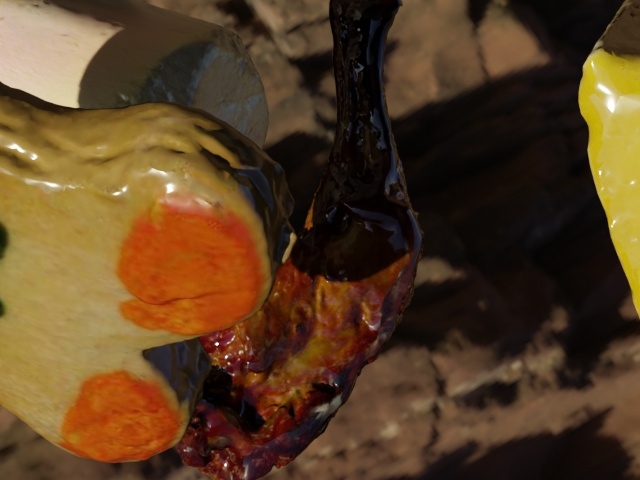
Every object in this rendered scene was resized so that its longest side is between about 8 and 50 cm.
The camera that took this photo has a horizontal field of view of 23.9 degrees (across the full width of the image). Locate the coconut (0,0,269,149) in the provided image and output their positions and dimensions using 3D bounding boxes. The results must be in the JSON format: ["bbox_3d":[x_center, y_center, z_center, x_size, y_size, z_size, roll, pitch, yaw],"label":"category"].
[{"bbox_3d":[-0.230,-0.092,1.384,0.297,0.309,0.297,-47,146,-46],"label":"coconut"}]

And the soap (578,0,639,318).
[{"bbox_3d":[0.294,-0.045,0.962,0.156,0.293,0.335,-17,-163,28],"label":"soap"}]

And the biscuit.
[{"bbox_3d":[-0.237,0.001,0.833,0.368,0.394,0.076,121,-10,-53],"label":"biscuit"}]

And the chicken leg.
[{"bbox_3d":[0.000,0.000,1.171,0.158,0.407,0.096,20,-179,-21],"label":"chicken leg"}]
